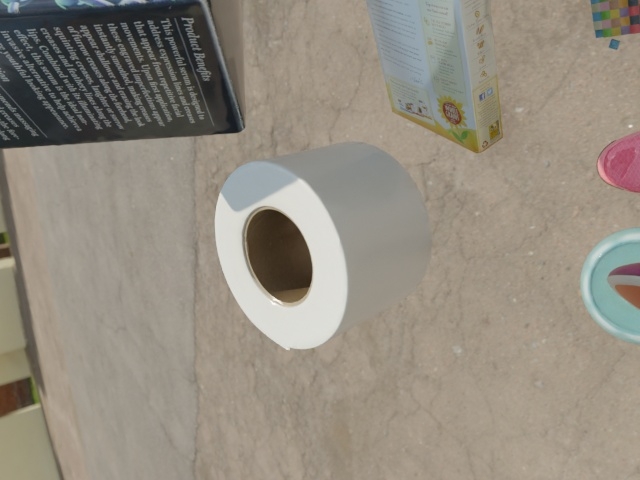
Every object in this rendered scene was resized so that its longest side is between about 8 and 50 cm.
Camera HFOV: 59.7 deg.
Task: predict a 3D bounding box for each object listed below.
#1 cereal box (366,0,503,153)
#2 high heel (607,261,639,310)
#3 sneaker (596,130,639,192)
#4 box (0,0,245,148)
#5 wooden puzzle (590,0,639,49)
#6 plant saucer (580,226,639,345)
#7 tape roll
[{"bbox_3d":[0.126,-0.233,0.646,0.173,0.047,0.240,43,162,45],"label":"cereal box"},{"bbox_3d":[0.611,0.047,0.810,0.127,0.181,0.377,48,169,-19],"label":"high heel"},{"bbox_3d":[0.552,-0.114,0.810,0.314,0.136,0.115,12,108,48],"label":"sneaker"},{"bbox_3d":[-0.291,-0.278,0.598,0.212,0.396,0.293,87,179,-69],"label":"box"},{"bbox_3d":[0.325,-0.251,0.614,0.049,0.006,0.083,12,131,49],"label":"wooden puzzle"},{"bbox_3d":[0.842,0.122,1.467,0.318,0.044,0.317,1,92,43],"label":"plant saucer"},{"bbox_3d":[0.000,0.000,0.741,0.246,0.169,0.246,20,120,40],"label":"tape roll"}]
